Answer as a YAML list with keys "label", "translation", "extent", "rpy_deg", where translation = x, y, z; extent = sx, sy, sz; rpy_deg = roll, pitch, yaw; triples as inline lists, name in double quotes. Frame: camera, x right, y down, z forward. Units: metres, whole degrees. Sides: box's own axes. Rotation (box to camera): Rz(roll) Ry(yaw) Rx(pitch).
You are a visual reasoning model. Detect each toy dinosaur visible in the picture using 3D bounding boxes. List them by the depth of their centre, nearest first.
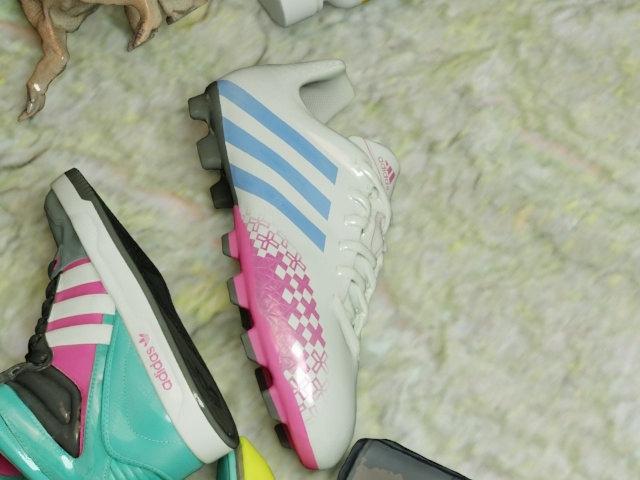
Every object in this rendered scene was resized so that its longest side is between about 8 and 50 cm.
- label: "toy dinosaur"
  translation: [-0.205, -0.230, 1.308]
  extent: [0.127, 0.295, 0.200]
  rpy_deg: [-41, 102, -42]

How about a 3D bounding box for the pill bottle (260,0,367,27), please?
- label: "pill bottle"
  translation: [0.041, -0.259, 1.346]
  extent: [0.208, 0.119, 0.119]
  rpy_deg: [-27, 61, -8]

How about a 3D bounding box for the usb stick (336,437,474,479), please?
- label: "usb stick"
  translation: [0.134, 0.213, 1.110]
  extent: [0.278, 0.045, 0.077]
  rpy_deg: [23, 68, 19]

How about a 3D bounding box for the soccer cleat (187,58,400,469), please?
- label: "soccer cleat"
  translation: [0.000, 0.000, 1.207]
  extent: [0.143, 0.116, 0.331]
  rpy_deg: [-15, 60, 0]

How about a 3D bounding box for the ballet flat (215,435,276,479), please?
- label: "ballet flat"
  translation: [-0.035, 0.245, 1.108]
  extent: [0.077, 0.077, 0.231]
  rpy_deg: [8, 63, -12]

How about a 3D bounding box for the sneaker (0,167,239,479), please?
- label: "sneaker"
  translation: [-0.186, 0.086, 1.188]
  extent: [0.178, 0.124, 0.295]
  rpy_deg: [-33, 44, 1]
